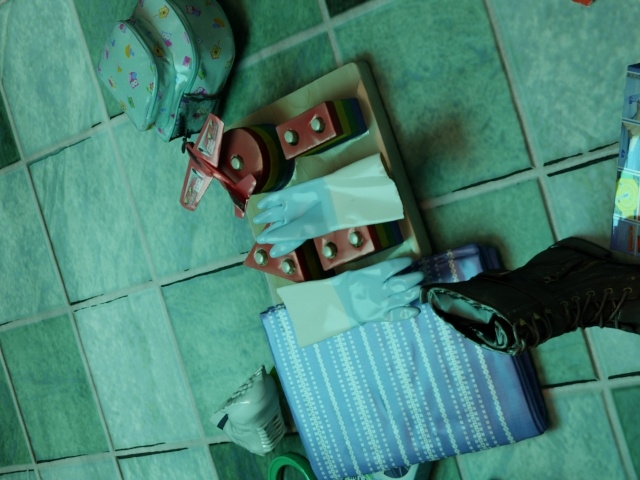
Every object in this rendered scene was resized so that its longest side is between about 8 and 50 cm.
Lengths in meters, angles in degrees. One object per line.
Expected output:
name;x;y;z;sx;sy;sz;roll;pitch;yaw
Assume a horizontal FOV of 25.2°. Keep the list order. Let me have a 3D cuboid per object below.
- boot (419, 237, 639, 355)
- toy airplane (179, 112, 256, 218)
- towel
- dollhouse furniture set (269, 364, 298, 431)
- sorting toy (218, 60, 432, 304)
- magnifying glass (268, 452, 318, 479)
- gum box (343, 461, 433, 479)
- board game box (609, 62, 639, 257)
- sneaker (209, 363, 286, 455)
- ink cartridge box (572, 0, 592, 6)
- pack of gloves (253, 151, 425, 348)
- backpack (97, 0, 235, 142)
boot;0.262;0.079;1.472;0.263;0.229;0.091;19;116;41
toy airplane;-0.130;-0.086;1.807;0.151;0.028;0.151;17;113;45
towel;0.098;0.154;1.749;0.336;0.040;0.243;-18;92;32
dollhouse furniture set;-0.016;0.195;1.944;0.076;0.058;0.151;6;126;37
sorting toy;-0.019;-0.059;1.793;0.255;0.089;0.257;-22;84;42
magnifying glass;0.003;0.396;1.991;0.231;0.026;0.092;54;134;21
gum box;0.079;0.249;1.849;0.157;0.041;0.184;34;124;33
board game box;0.369;-0.071;1.457;0.136;0.035;0.201;20;116;40
sneaker;-0.084;0.237;1.944;0.095;0.090;0.235;47;164;5
ink cartridge box;0.236;-0.350;1.498;0.145;0.045;0.179;30;120;37
pack of gloves;0.011;0.022;1.694;0.232;0.046;0.195;-19;92;42
backpack;-0.203;-0.244;1.908;0.166;0.144;0.188;53;131;27
